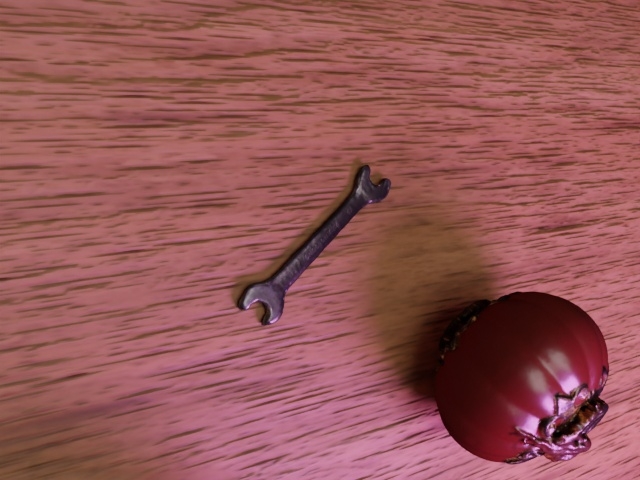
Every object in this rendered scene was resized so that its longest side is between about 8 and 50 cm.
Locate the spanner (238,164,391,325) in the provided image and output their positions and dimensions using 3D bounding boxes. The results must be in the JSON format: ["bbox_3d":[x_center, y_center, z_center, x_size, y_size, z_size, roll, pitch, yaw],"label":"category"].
[{"bbox_3d":[0.000,0.000,0.730,0.254,0.015,0.054,-47,109,-23],"label":"spanner"}]

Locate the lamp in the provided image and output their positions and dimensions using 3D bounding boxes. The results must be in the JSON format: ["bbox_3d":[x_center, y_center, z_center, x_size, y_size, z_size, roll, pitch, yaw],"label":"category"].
[{"bbox_3d":[0.249,0.172,0.757,0.227,0.227,0.227,1,88,-31],"label":"lamp"}]
